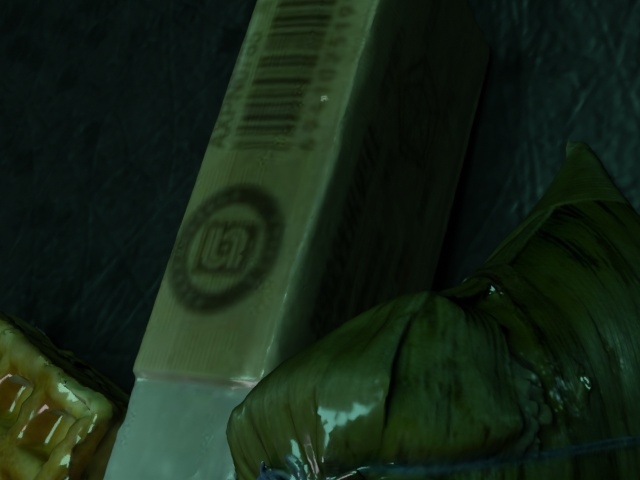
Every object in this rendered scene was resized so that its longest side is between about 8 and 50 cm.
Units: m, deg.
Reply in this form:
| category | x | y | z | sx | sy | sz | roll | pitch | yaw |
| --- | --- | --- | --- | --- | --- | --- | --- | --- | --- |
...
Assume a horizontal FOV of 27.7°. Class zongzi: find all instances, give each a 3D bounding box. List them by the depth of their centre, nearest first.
| category | x | y | z | sx | sy | sz | roll | pitch | yaw |
| --- | --- | --- | --- | --- | --- | --- | --- | --- | --- |
| zongzi | 0.067 | 0.038 | 0.567 | 0.125 | 0.250 | 0.274 | -31 | 53 | 40 |

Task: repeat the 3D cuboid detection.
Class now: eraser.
| category | x | y | z | sx | sy | sz | roll | pitch | yaw |
| --- | --- | --- | --- | --- | --- | --- | --- | --- | --- |
| eraser | 0.000 | 0.000 | 0.652 | 0.078 | 0.144 | 0.344 | 2 | 62 | 29 |

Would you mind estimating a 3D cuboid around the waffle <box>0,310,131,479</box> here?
| category | x | y | z | sx | sy | sz | roll | pitch | yaw |
| --- | --- | --- | --- | --- | --- | --- | --- | --- | --- |
| waffle | -0.217 | 0.198 | 0.732 | 0.213 | 0.091 | 0.308 | 26 | 84 | 48 |
